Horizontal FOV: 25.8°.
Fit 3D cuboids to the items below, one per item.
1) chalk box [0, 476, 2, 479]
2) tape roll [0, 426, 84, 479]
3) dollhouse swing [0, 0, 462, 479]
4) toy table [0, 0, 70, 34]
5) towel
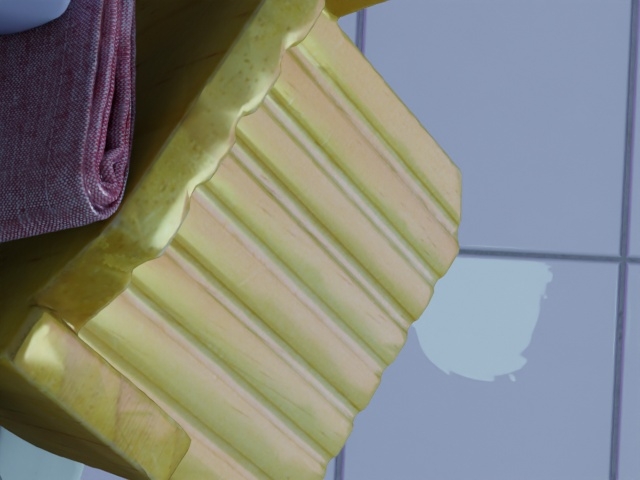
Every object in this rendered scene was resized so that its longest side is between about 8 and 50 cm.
[{"bbox_3d":[-0.264,0.191,0.610,0.179,0.289,0.180,58,-14,13],"label":"chalk box"},{"bbox_3d":[-0.262,0.085,0.924,0.169,0.246,0.246,-94,-172,-75],"label":"tape roll"},{"bbox_3d":[0.000,0.000,0.779,0.347,0.305,0.315,-57,-156,-18],"label":"dollhouse swing"},{"bbox_3d":[-0.233,-0.085,0.495,0.252,0.274,0.161,133,-30,-67],"label":"toy table"},{"bbox_3d":[-0.220,-0.078,0.667,0.037,0.329,0.237,40,43,-49],"label":"towel"}]
